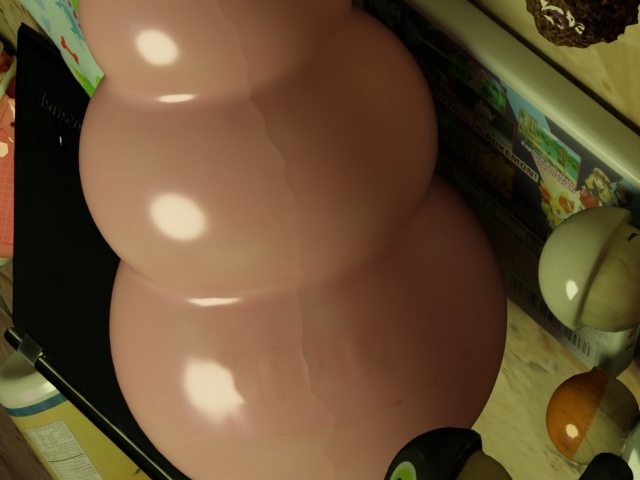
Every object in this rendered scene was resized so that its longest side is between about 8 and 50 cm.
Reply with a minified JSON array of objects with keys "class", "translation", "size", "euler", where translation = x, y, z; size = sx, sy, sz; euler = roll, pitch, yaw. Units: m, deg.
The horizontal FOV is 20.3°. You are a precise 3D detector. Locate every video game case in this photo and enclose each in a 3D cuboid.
[{"class":"video game case","translation":[0.092,-0.039,0.920],"size":[0.201,0.023,0.183],"euler":[43,157,25]}]

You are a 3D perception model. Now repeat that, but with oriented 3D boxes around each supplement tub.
[{"class":"supplement tub","translation":[-0.197,0.174,1.681],"size":[0.199,0.144,0.144],"euler":[59,158,-19]}]

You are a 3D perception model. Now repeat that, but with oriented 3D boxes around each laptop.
[{"class":"laptop","translation":[-0.057,0.077,1.370],"size":[0.408,0.236,0.382],"euler":[30,-177,-44]}]

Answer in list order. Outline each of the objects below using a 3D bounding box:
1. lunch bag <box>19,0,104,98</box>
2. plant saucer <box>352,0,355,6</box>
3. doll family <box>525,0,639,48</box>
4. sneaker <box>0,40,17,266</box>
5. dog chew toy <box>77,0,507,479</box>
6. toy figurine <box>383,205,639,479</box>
[{"class":"lunch bag","translation":[-0.111,-0.153,1.052],"size":[0.219,0.090,0.176],"euler":[55,159,0]},{"class":"plant saucer","translation":[-0.003,-0.132,0.976],"size":[0.083,0.013,0.083],"euler":[44,158,23]},{"class":"doll family","translation":[0.051,-0.175,0.588],"size":[0.263,0.163,0.118],"euler":[41,156,26]},{"class":"sneaker","translation":[-0.277,-0.125,1.467],"size":[0.136,0.116,0.314],"euler":[-5,117,28]},{"class":"dog chew toy","translation":[-0.025,-0.029,0.888],"size":[0.206,0.206,0.332],"euler":[25,138,50]},{"class":"toy figurine","translation":[0.130,0.115,0.821],"size":[0.148,0.213,0.209],"euler":[26,154,18]}]
